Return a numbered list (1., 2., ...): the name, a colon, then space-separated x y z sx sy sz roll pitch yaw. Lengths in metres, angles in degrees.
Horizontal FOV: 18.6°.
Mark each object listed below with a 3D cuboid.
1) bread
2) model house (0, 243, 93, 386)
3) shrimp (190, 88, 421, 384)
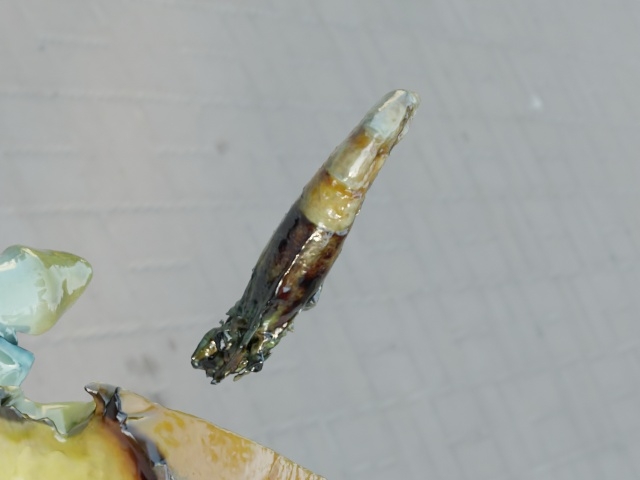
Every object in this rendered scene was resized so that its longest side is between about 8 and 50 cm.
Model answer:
1. bread: -0.088 0.128 0.700 0.160 0.140 0.169 57 40 -45
2. model house: -0.308 0.061 1.321 0.325 0.194 0.267 -17 100 -38
3. shrimp: 0.000 0.000 0.890 0.034 0.161 0.091 36 11 8
